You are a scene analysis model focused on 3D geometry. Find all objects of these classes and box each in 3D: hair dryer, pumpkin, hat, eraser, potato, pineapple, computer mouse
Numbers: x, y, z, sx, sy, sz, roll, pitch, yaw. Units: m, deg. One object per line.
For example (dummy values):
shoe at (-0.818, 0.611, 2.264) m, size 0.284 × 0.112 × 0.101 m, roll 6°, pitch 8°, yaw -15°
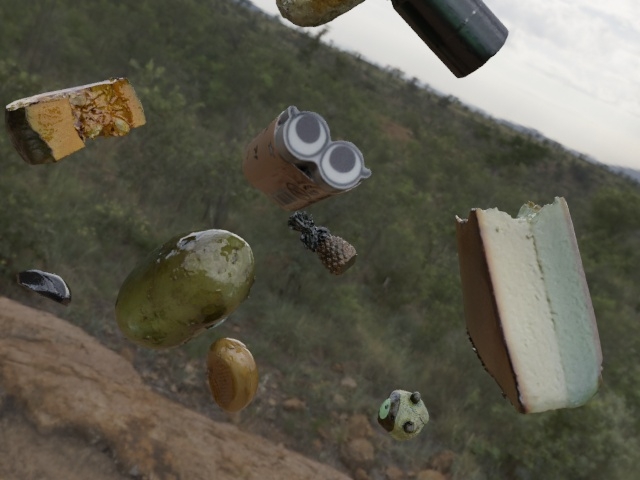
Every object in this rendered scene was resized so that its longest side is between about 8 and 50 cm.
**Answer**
hair dryer at (0.221, -0.451, 1.197) m, size 0.244 × 0.116 × 0.302 m, roll 44°, pitch 42°, yaw -15°
pumpkin at (-0.561, -0.270, 1.542) m, size 0.280 × 0.139 × 0.190 m, roll -12°, pitch 23°, yaw 6°
hat at (0.145, 0.291, 1.148) m, size 0.076 × 0.059 × 0.077 m, roll 48°, pitch 52°, yaw -9°
eraser at (-0.039, -0.128, 1.193) m, size 0.171 × 0.087 × 0.290 m, roll 37°, pitch -14°, yaw -12°
potato at (-0.249, 0.085, 1.280) m, size 0.173 × 0.307 × 0.210 m, roll 52°, pitch 31°, yaw -22°
pineapple at (0.000, 0.000, 1.390) m, size 0.159 × 0.074 × 0.074 m, roll 41°, pitch 18°, yaw 16°
computer mouse at (-0.617, 0.098, 1.537) m, size 0.172 × 0.057 × 0.099 m, roll 15°, pitch -15°, yaw 36°

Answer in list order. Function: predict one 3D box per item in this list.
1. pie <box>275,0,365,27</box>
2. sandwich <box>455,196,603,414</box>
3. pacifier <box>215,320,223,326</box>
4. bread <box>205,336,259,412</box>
pie at (0.044, -0.403, 0.920) m, size 0.055 × 0.274 × 0.274 m, roll 36°, pitch 5°, yaw -36°
sandwich at (0.219, 0.051, 0.734) m, size 0.108 × 0.186 × 0.220 m, roll -8°, pitch 18°, yaw 0°
pacifier at (-0.276, 0.144, 1.684) m, size 0.127 × 0.150 × 0.116 m, roll -13°, pitch 40°, yaw -40°
bread at (-0.160, 0.245, 1.267) m, size 0.114 × 0.189 × 0.077 m, roll 34°, pitch 52°, yaw 18°
